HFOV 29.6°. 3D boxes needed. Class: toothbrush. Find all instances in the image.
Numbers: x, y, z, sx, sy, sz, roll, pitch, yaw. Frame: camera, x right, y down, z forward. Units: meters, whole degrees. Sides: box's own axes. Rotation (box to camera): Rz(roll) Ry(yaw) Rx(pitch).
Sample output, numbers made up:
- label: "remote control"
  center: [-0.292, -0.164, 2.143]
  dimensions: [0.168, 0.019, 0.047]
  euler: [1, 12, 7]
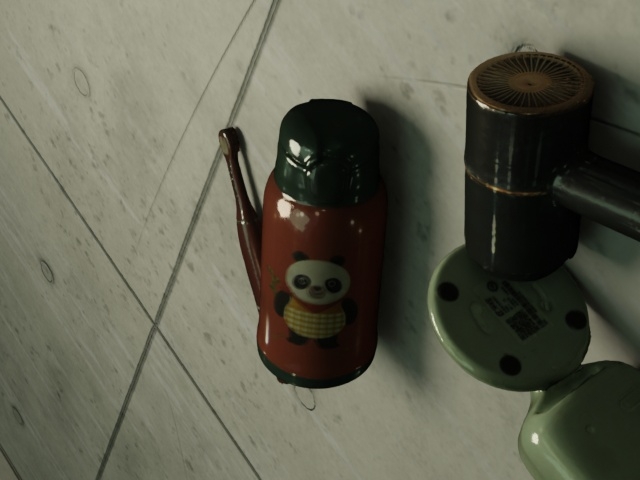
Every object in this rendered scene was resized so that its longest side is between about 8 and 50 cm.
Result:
- label: "toothbrush"
  center: [-0.081, 0.025, 1.578]
  dimensions: [0.041, 0.041, 0.364]
  euler: [15, 125, 52]

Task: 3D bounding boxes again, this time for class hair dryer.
- label: "hair dryer"
  center: [0.264, -0.006, 0.977]
  dimensions: [0.352, 0.107, 0.189]
  euler: [30, 140, 35]

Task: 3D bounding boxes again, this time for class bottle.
- label: "bottle"
  center: [0.000, 0.000, 1.333]
  dimensions: [0.144, 0.144, 0.336]
  euler: [38, 140, 36]

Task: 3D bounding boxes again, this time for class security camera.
- label: "security camera"
  center: [0.211, 0.130, 1.097]
  dimensions: [0.301, 0.157, 0.080]
  euler: [51, 150, 16]
